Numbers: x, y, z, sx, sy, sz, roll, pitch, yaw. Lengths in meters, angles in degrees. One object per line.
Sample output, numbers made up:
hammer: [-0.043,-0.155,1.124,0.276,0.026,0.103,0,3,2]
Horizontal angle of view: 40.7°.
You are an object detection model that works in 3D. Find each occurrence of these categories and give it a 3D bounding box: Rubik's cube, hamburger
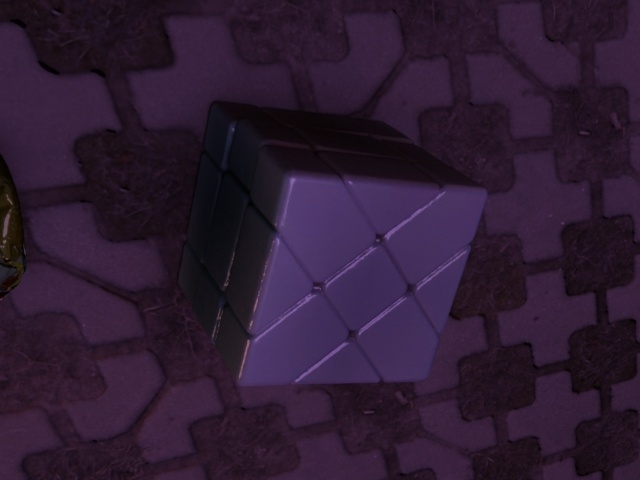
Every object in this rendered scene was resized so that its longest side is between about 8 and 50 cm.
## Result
Rubik's cube: [0.000,0.000,1.275,0.319,0.316,0.321,3,112,-27]
hamburger: [-0.444,-0.048,1.097,0.125,0.214,0.235,-12,115,-34]
